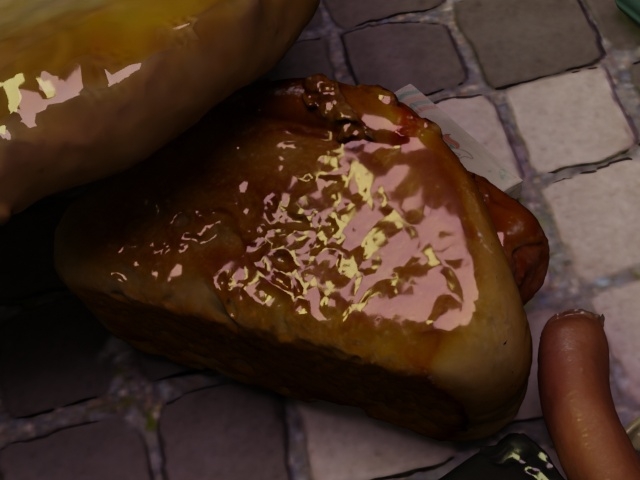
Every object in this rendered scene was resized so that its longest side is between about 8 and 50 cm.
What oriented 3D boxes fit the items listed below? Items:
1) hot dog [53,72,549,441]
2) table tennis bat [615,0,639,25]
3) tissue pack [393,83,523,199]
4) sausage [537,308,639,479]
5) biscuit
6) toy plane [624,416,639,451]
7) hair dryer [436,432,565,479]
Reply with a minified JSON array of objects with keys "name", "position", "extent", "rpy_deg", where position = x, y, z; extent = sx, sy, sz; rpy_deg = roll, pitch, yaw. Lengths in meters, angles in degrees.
[{"name":"hot dog","position":[0.000,0.000,0.741],"extent":[0.257,0.150,0.153],"rpy_deg":[14,65,19]},{"name":"table tennis bat","position":[0.249,-0.094,0.822],"extent":[0.153,0.040,0.244],"rpy_deg":[-39,46,11]},{"name":"tissue pack","position":[0.067,-0.049,0.841],"extent":[0.056,0.023,0.108],"rpy_deg":[-34,57,-17]},{"name":"sausage","position":[0.138,0.101,0.662],"extent":[0.047,0.040,0.176],"rpy_deg":[-39,35,19]},{"name":"biscuit","position":[-0.194,-0.113,0.799],"extent":[0.429,0.104,0.446],"rpy_deg":[-21,29,-6]},{"name":"toy plane","position":[0.258,0.119,0.623],"extent":[0.256,0.104,0.242],"rpy_deg":[-47,49,-5]},{"name":"hair dryer","position":[0.078,0.231,0.596],"extent":[0.197,0.089,0.251],"rpy_deg":[-30,61,-15]}]
